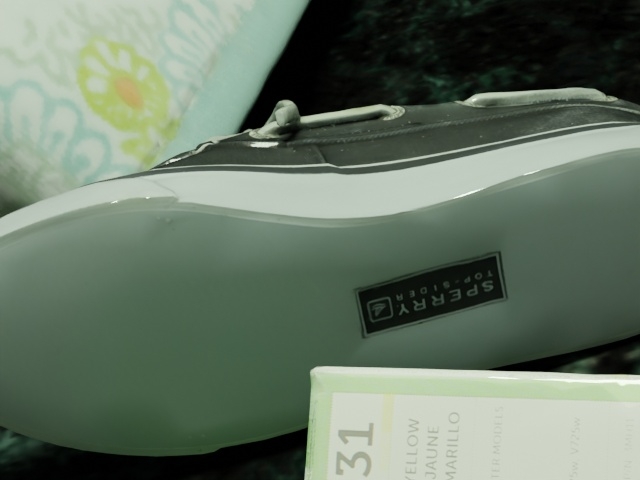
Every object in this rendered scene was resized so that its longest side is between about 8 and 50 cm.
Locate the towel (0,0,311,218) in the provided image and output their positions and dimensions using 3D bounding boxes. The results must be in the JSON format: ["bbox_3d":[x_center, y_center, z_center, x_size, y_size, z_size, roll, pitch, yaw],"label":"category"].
[{"bbox_3d":[-0.145,-0.182,0.908,0.090,0.320,0.374,-44,14,37],"label":"towel"}]

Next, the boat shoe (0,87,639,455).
[{"bbox_3d":[0.000,-0.004,0.756,0.306,0.113,0.105,-15,28,-4],"label":"boat shoe"}]

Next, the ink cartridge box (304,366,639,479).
[{"bbox_3d":[0.025,0.074,0.597,0.235,0.171,0.056,1,80,21],"label":"ink cartridge box"}]
